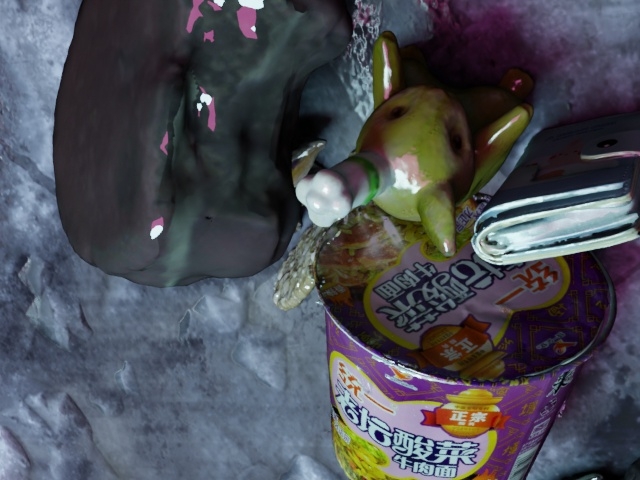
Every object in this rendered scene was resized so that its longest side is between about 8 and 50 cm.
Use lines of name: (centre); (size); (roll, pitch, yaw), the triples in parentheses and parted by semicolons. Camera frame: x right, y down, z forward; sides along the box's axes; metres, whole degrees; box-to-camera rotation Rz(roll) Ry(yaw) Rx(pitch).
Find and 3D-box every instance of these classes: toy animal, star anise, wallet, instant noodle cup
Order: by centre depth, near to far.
toy animal: (0.113, -0.105, 1.247); (0.181, 0.363, 0.180); (22, 107, 8)
wallet: (0.270, -0.060, 1.247); (0.176, 0.250, 0.075); (-12, 108, 27)
instant noodle cup: (0.143, 0.138, 1.378); (0.339, 0.340, 0.266); (18, 130, 14)
star anise: (-0.086, -0.043, 1.462); (0.073, 0.212, 0.197); (55, 146, 28)

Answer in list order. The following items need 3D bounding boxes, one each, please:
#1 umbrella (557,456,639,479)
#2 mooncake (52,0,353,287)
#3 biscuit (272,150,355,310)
umbrella: (0.379, 0.319, 1.461); (0.357, 0.113, 0.106); (-16, 128, 28)
mooncake: (-0.134, -0.152, 1.232); (0.350, 0.212, 0.381); (40, 113, 47)
biscuit: (-0.002, 0.004, 1.466); (0.032, 0.133, 0.250); (27, 121, -11)
